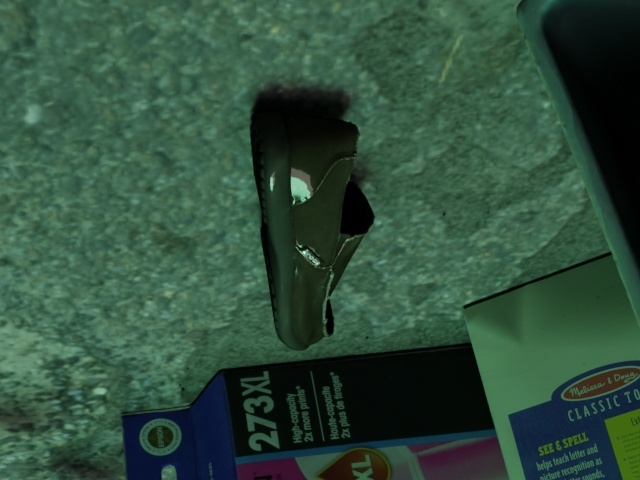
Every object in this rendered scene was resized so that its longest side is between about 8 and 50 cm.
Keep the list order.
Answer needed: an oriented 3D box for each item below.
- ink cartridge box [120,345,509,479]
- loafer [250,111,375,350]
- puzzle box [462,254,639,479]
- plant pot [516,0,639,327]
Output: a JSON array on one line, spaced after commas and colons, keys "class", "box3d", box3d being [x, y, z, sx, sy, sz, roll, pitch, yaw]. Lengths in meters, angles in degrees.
[{"class": "ink cartridge box", "box3d": [0.029, 0.183, 1.096, 0.371, 0.175, 0.069, -7, 143, -6]}, {"class": "loafer", "box3d": [0.000, 0.000, 0.924, 0.078, 0.080, 0.220, -8, 143, -4]}, {"class": "puzzle box", "box3d": [0.328, 0.104, 0.996, 0.409, 0.272, 0.052, -21, 146, 13]}, {"class": "plant pot", "box3d": [0.299, -0.048, 0.819, 0.248, 0.247, 0.252, -24, 159, 16]}]
